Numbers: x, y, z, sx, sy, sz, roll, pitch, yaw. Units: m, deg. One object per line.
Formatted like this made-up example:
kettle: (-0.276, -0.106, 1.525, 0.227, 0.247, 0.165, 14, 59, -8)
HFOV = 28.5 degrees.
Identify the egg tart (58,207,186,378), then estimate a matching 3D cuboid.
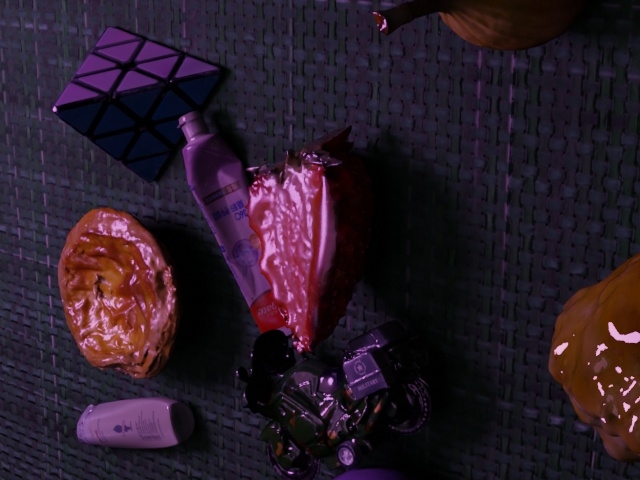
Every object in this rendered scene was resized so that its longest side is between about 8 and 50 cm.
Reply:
egg tart: (-0.253, 0.070, 1.672, 0.241, 0.106, 0.241, 10, 106, 40)

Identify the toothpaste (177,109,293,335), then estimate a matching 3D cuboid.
toothpaste: (-0.105, -0.017, 1.560, 0.075, 0.048, 0.301, -22, 92, 30)

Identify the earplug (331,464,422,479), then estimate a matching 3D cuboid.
earplug: (0.132, 0.461, 1.392, 0.215, 0.215, 0.456, -40, 72, 40)

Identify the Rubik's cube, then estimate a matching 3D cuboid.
Rubik's cube: (-0.276, -0.190, 1.575, 0.190, 0.178, 0.211, 51, 127, 22)

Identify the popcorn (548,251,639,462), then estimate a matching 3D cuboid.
popcorn: (0.385, 0.118, 1.064, 0.292, 0.293, 0.334, -37, 76, -5)

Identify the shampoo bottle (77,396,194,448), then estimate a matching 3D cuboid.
shampoo bottle: (-0.261, 0.258, 1.766, 0.212, 0.049, 0.072, -14, 97, 42)

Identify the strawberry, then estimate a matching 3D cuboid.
strawberry: (0.010, 0.001, 1.412, 0.174, 0.098, 0.228, -29, 70, 45)

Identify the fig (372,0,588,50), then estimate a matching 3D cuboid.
fig: (0.148, -0.230, 1.187, 0.160, 0.231, 0.143, 42, 166, 18)

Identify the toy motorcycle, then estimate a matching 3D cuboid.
toy motorcycle: (0.012, 0.170, 1.466, 0.275, 0.125, 0.187, -31, 83, 37)
